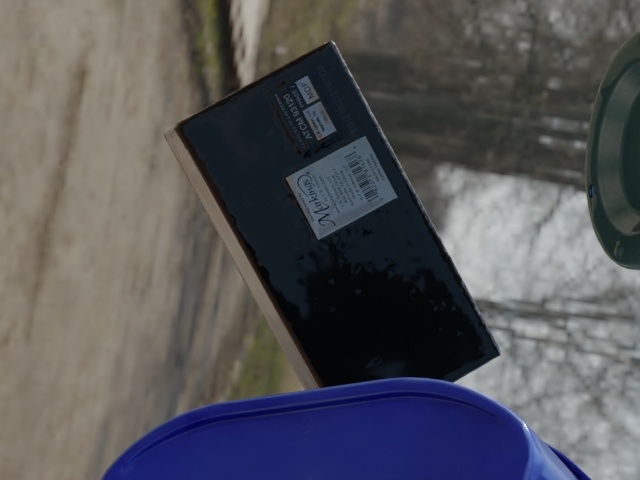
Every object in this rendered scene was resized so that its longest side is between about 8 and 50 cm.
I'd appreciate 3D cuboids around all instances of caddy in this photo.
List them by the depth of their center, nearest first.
[{"bbox_3d":[0.020,0.222,0.980,0.179,0.341,0.241,51,34,-59],"label":"caddy"}]

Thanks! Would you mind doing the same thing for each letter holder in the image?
[{"bbox_3d":[0.000,0.000,1.428,0.302,0.152,0.214,61,-8,-5],"label":"letter holder"}]

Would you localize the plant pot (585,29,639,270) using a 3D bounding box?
[{"bbox_3d":[0.350,-0.058,1.220,0.271,0.255,0.272,-176,-90,-75],"label":"plant pot"}]
